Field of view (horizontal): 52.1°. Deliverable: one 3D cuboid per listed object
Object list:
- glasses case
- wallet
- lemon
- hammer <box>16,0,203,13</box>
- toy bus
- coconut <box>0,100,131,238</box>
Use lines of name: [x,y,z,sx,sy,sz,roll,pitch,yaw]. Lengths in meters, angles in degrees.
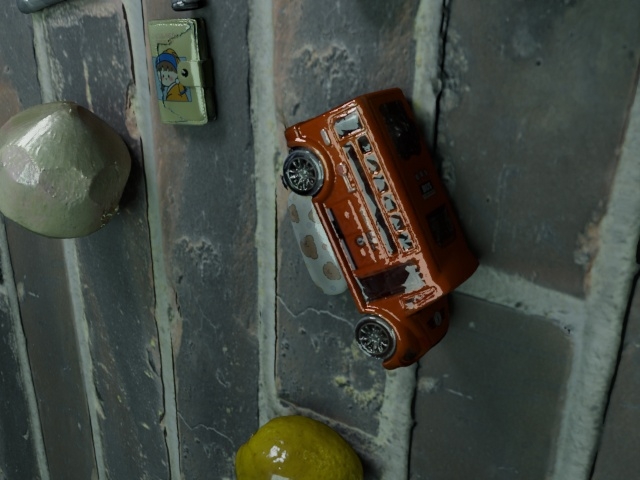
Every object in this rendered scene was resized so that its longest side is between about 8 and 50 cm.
glasses case: [0.000,0.000,0.942,0.063,0.041,0.164,-11,102,38]
wallet: [-0.212,-0.253,0.990,0.110,0.039,0.155,10,115,33]
lemon: [-0.032,0.370,1.040,0.207,0.170,0.170,27,122,17]
hammer: [-0.352,-0.402,1.027,0.427,0.044,0.152,0,107,36]
toy bus: [0.088,-0.013,0.812,0.153,0.143,0.329,-20,94,36]
coconut: [-0.429,-0.124,1.087,0.224,0.224,0.234,50,129,8]
